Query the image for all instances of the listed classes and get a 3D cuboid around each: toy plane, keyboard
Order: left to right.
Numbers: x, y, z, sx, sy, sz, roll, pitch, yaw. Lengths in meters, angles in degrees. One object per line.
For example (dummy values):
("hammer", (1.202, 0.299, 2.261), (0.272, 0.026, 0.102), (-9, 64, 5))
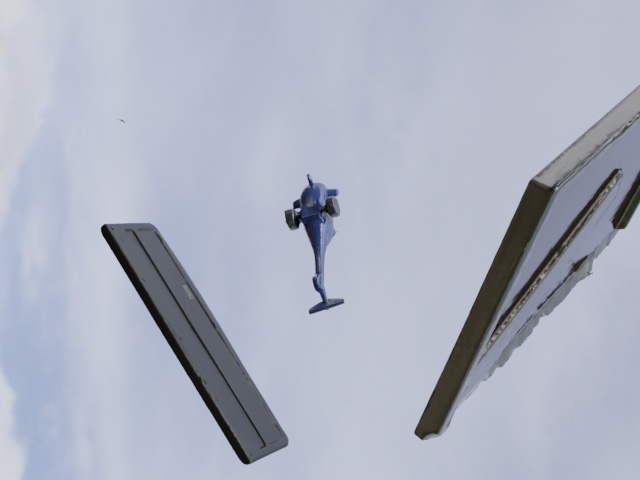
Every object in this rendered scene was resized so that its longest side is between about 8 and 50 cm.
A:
("keyboard", (-0.149, 0.049, 1.081), (0.041, 0.103, 0.381), (-31, -101, 21))
("toy plane", (0.000, 0.000, 1.057), (0.054, 0.062, 0.167), (-17, -140, 13))

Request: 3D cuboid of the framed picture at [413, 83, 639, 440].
("framed picture", (0.164, -0.014, 0.664), (0.019, 0.281, 0.209), (35, -47, 19))
